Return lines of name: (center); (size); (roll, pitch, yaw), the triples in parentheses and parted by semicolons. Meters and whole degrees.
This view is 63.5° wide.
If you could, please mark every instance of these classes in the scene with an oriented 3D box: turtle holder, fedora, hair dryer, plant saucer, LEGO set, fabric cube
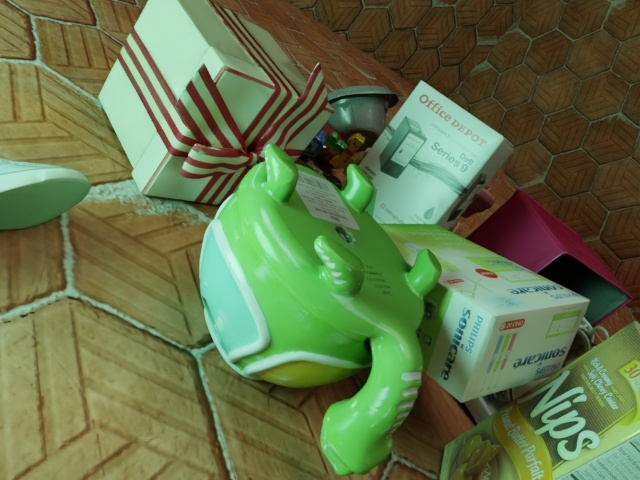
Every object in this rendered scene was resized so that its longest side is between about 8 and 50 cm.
turtle holder: (-0.001, 0.069, 0.598); (0.320, 0.227, 0.243); (46, 25, 6)
fedora: (0.092, -0.301, 1.353); (0.275, 0.244, 0.124); (49, 32, -85)
hair dryer: (-0.029, -0.235, 1.187); (0.224, 0.080, 0.293); (33, 27, -17)
plant saucer: (0.315, -0.157, 1.437); (0.332, 0.084, 0.332); (29, 6, -3)
LEGO set: (0.048, -0.216, 1.113); (0.227, 0.093, 0.087); (35, 41, -10)
fabric cube: (0.512, 0.083, 1.250); (0.259, 0.254, 0.258); (29, 29, -24)

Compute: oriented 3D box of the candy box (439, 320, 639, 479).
candy box: (0.277, 0.249, 0.602); (0.087, 0.316, 0.183); (44, 26, 1)

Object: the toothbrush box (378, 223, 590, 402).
toothbrush box: (0.177, 0.078, 0.726); (0.206, 0.122, 0.283); (-1, 24, -35)

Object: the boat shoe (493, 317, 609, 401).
boat shoe: (0.440, 0.187, 0.944); (0.367, 0.157, 0.135); (-20, 107, -53)

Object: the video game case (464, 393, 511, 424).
video game case: (0.280, 0.170, 0.997); (0.300, 0.036, 0.329); (-6, 61, -57)

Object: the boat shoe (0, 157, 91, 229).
boat shoe: (-0.334, -0.056, 0.496); (0.081, 0.079, 0.227); (52, 31, 10)

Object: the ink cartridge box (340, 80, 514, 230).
ink cartridge box: (0.207, -0.139, 1.046); (0.211, 0.289, 0.122); (43, 19, 23)

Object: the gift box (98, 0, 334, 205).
gift box: (-0.152, -0.210, 0.774); (0.255, 0.276, 0.258); (-1, 51, -48)
